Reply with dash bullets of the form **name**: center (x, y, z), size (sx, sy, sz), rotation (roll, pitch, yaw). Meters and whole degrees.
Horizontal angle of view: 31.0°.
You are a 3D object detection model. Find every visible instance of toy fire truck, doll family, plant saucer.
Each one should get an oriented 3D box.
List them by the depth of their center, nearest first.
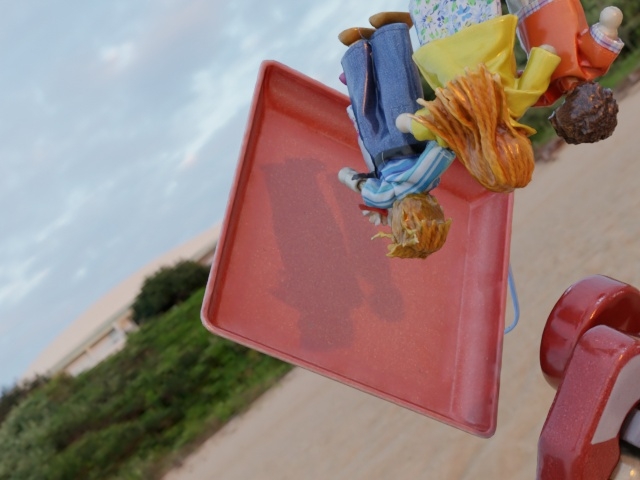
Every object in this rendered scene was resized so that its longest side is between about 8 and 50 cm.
- **doll family**: center (0.070, -0.078, 0.735), size (0.118, 0.163, 0.263), rotation (-2, -19, -36)
- **toy fire truck**: center (0.264, 0.177, 0.875), size (0.302, 0.169, 0.254), rotation (15, -85, -44)
- **plant saucer**: center (0.034, 0.011, 0.937), size (0.048, 0.259, 0.258), rotation (-40, 33, 50)

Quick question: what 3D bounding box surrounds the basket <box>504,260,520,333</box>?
- **basket**: center (0.132, -0.005, 1.564), size (0.255, 0.289, 0.201), rotation (-5, -2, 13)
